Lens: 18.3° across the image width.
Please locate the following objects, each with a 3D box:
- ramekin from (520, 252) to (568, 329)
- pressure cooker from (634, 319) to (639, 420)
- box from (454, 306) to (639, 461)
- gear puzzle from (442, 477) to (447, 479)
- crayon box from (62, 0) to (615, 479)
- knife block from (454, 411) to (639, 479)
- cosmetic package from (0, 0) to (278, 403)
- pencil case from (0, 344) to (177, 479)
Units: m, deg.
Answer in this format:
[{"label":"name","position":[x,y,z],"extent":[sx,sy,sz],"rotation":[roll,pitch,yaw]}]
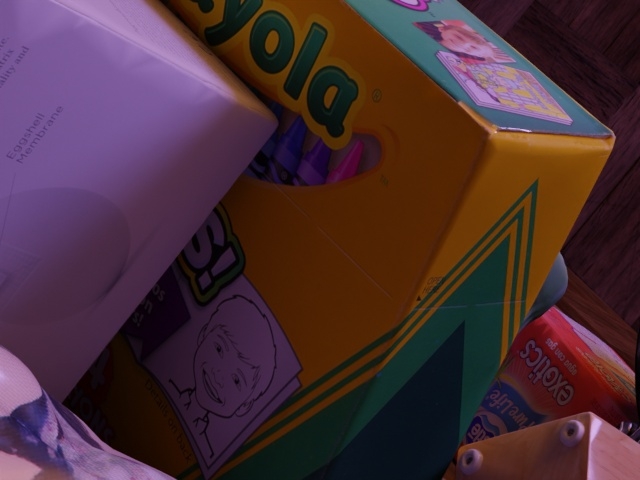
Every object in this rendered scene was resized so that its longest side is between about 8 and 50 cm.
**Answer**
[{"label":"ramekin","position":[0.000,0.000,1.330],"extent":[0.303,0.148,0.303],"rotation":[36,-11,8]},{"label":"pressure cooker","position":[0.420,0.089,1.404],"extent":[0.370,0.375,0.420],"rotation":[45,16,14]},{"label":"box","position":[0.215,0.176,1.681],"extent":[0.154,0.142,0.300],"rotation":[33,11,-30]},{"label":"gear puzzle","position":[-0.027,0.123,1.316],"extent":[0.339,0.044,0.175],"rotation":[34,10,-24]},{"label":"crayon box","position":[-0.048,-0.026,1.084],"extent":[0.106,0.313,0.363],"rotation":[-3,37,-41]},{"label":"knife block","position":[0.172,0.204,1.045],"extent":[0.242,0.088,0.275],"rotation":[35,49,-35]},{"label":"cosmetic package","position":[-0.185,-0.041,0.944],"extent":[0.138,0.224,0.225],"rotation":[46,12,35]},{"label":"pencil case","position":[-0.113,0.115,0.667],"extent":[0.410,0.160,0.183],"rotation":[38,-7,-5]}]
